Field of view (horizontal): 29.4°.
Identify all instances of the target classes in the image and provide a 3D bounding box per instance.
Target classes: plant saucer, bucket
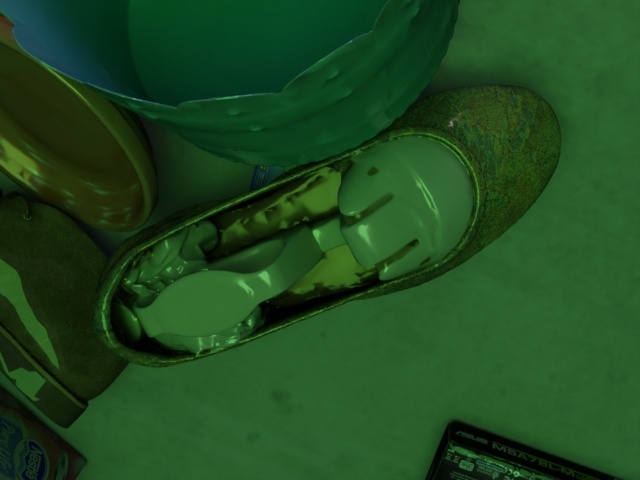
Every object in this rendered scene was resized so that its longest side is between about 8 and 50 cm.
[{"bbox_3d":[-0.191,-0.086,0.852,0.200,0.200,0.037,38,64,-4],"label":"plant saucer"},{"bbox_3d":[-0.045,-0.182,0.740,0.281,0.183,0.281,-3,79,14],"label":"bucket"}]

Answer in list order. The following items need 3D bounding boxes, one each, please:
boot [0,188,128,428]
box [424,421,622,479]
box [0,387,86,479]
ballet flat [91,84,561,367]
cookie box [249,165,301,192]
[{"bbox_3d":[-0.257,-0.006,0.917,0.115,0.112,0.305,-44,99,-5],"label":"boot"},{"bbox_3d":[0.157,0.256,0.952,0.191,0.045,0.184,19,109,1],"label":"box"},{"bbox_3d":[-0.345,0.257,0.960,0.142,0.154,0.300,42,106,-5],"label":"box"},{"bbox_3d":[0.000,0.000,0.820,0.349,0.123,0.123,-22,102,12],"label":"ballet flat"},{"bbox_3d":[0.002,-0.024,0.895,0.107,0.040,0.091,16,107,3],"label":"cookie box"}]
